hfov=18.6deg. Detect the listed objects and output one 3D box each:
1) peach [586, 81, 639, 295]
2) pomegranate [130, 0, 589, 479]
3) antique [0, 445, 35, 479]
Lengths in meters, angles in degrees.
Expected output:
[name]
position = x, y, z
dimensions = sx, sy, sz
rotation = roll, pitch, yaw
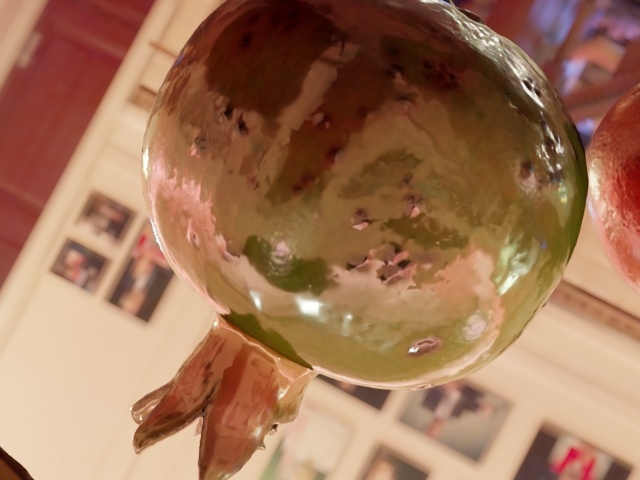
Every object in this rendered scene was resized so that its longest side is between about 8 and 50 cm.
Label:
[peach]
position = 0.270, -0.037, 1.344
dimensions = 0.197, 0.197, 0.197
rotation = 28, 177, 1
[pomegranate]
position = 0.024, -0.001, 1.198
dimensions = 0.291, 0.323, 0.291
rotation = 7, 178, 0
[antique]
position = -0.141, 0.211, 0.987
dimensions = 0.310, 0.087, 0.093
rotation = 43, -156, 20
